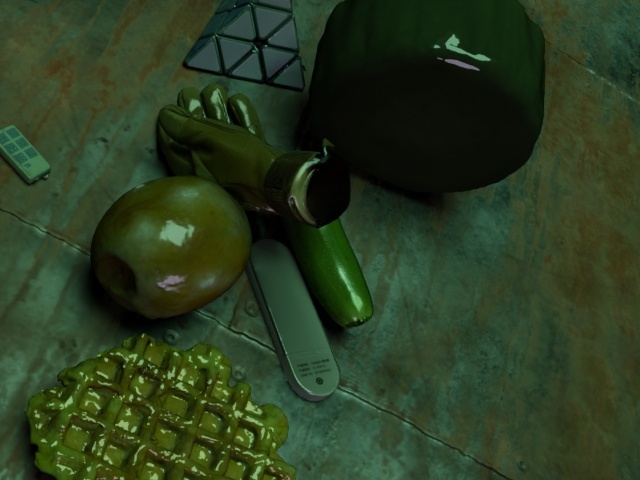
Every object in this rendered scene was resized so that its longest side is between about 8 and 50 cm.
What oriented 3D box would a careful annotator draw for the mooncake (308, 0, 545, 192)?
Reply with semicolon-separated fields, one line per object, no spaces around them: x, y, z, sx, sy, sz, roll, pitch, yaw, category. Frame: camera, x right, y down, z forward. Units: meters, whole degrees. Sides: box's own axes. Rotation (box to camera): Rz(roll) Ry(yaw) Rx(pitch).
0.161;-0.236;1.588;0.356;0.356;0.194;23;57;-17;mooncake

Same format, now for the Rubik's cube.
-0.135;-0.328;1.627;0.178;0.190;0.211;-32;73;-25;Rubik's cube

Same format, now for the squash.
-0.002;0.001;1.502;0.082;0.082;0.292;-3;60;-34;squash

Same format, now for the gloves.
-0.109;-0.110;1.453;0.331;0.141;0.154;26;35;35;gloves

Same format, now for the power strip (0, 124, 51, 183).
-0.393;-0.113;1.383;0.090;0.016;0.040;46;46;5;power strip

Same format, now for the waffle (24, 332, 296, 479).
-0.175;0.245;1.225;0.325;0.068;0.302;-13;65;-44;waffle

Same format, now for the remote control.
-0.040;0.105;1.447;0.077;0.022;0.245;-7;63;-33;remote control

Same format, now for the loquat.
-0.181;0.005;1.328;0.179;0.179;0.227;49;39;7;loquat
